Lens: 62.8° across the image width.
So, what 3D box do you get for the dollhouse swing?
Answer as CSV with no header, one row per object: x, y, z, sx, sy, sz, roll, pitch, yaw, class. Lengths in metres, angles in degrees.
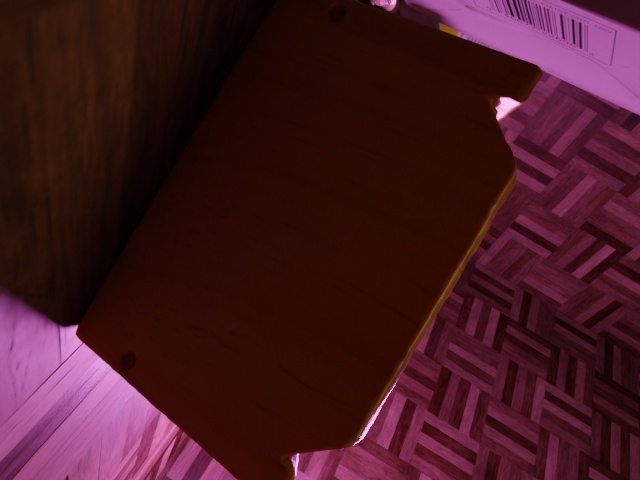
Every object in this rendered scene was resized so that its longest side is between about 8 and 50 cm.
0.000,0.000,0.535,0.346,0.315,0.305,-59,157,-1,dollhouse swing

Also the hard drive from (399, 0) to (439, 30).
0.141,-0.284,0.739,0.172,0.054,0.254,67,24,-65,hard drive

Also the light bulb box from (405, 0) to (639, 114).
0.278,-0.335,0.436,0.361,0.358,0.225,-60,158,14,light bulb box

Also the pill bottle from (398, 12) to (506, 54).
0.311,-0.433,1.047,0.160,0.283,0.160,-59,177,-5,pill bottle

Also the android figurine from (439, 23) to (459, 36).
0.217,-0.433,0.857,0.248,0.056,0.272,-90,-173,-51,android figurine

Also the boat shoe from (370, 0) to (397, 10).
0.077,-0.330,0.657,0.153,0.048,0.056,-76,171,-79,boat shoe
